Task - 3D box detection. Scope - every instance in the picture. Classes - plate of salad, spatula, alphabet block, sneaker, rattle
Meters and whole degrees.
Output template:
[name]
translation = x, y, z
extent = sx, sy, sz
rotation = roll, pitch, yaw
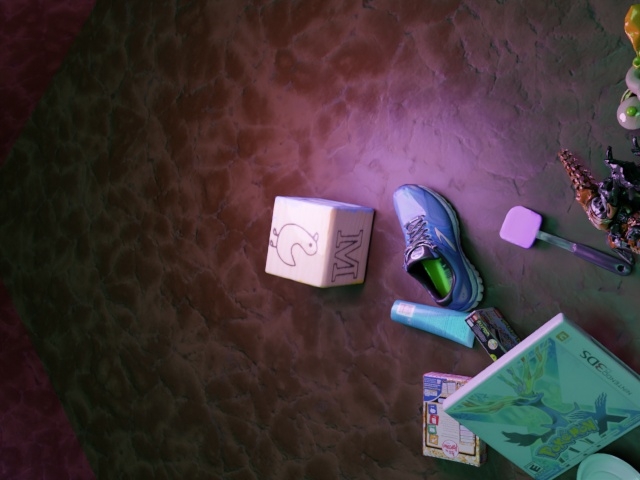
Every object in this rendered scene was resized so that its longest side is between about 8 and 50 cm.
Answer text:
[plate of salad]
translation = 0.605, 0.522, 1.490
extent = 0.200, 0.048, 0.199
rotation = 31, 129, 49
[spatula]
translation = 0.517, 0.007, 1.570
extent = 0.297, 0.030, 0.084
rotation = 26, 104, 34
[alphabet block]
translation = 0.000, 0.000, 1.855
extent = 0.192, 0.193, 0.197
rotation = 12, 98, 38
[sneaker]
translation = 0.253, 0.009, 1.694
extent = 0.130, 0.147, 0.329
rotation = -38, 66, 31
[rattle]
translation = 0.608, -0.320, 1.339
extent = 0.130, 0.199, 0.142
rotation = 6, 137, 29

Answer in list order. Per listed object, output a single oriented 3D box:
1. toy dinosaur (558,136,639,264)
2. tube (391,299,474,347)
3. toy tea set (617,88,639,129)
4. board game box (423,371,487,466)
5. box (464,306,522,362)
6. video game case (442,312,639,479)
[toy dinosaur]
translation = 0.588, -0.071, 1.444
extent = 0.322, 0.164, 0.218
rotation = 31, 140, 19
[tube]
translation = 0.269, 0.189, 1.750
extent = 0.207, 0.052, 0.080
rotation = 13, 99, 31
[toy tea set]
translation = 0.722, -0.253, 1.356
extent = 0.336, 0.124, 0.199
rotation = -18, 80, 35
[board game box]
translation = 0.312, 0.413, 1.721
extent = 0.147, 0.045, 0.193
rotation = 2, 92, 36
[box]
translation = 0.408, 0.240, 1.605
extent = 0.036, 0.114, 0.207
rotation = -47, 66, 28
[video game case]
translation = 0.470, 0.332, 1.500
extent = 0.300, 0.036, 0.329
rotation = 38, 119, -13
